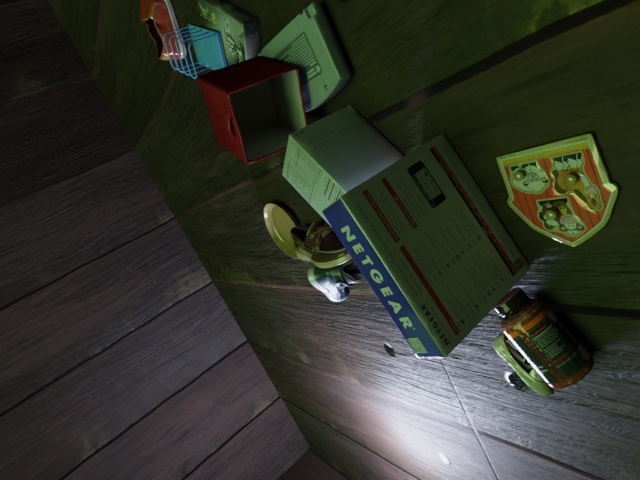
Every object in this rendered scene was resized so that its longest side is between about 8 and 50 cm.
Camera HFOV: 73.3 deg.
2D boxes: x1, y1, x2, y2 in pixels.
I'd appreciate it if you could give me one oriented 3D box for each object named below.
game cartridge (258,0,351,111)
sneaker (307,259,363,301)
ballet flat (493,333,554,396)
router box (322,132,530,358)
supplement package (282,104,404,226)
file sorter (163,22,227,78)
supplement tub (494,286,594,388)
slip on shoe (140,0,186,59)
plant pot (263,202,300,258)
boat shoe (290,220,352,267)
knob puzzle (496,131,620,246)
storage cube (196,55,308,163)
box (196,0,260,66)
[{"bbox_3d":[-0.044,-0.425,1.067,0.294,0.060,0.196,-1,115,58],"label":"game cartridge"},{"bbox_3d":[0.084,0.133,1.410,0.163,0.086,0.226,-17,150,26],"label":"sneaker"},{"bbox_3d":[0.473,0.286,0.992,0.168,0.057,0.052,44,140,21],"label":"ballet flat"},{"bbox_3d":[0.214,0.000,0.835,0.336,0.301,0.082,57,152,-1],"label":"router box"},{"bbox_3d":[0.051,-0.174,1.024,0.203,0.194,0.149,48,152,17],"label":"supplement package"},{"bbox_3d":[-0.370,-0.553,1.270,0.170,0.104,0.118,34,146,37],"label":"file sorter"},{"bbox_3d":[0.446,0.193,0.879,0.198,0.106,0.106,51,152,9],"label":"supplement tub"},{"bbox_3d":[-0.570,-0.784,1.470,0.123,0.101,0.332,20,134,51],"label":"slip on shoe"},{"bbox_3d":[-0.132,-0.041,1.629,0.236,0.032,0.237,38,146,31],"label":"plant pot"},{"bbox_3d":[0.000,0.000,1.376,0.342,0.123,0.123,10,129,62],"label":"boat shoe"},{"bbox_3d":[0.407,-0.072,0.745,0.213,0.030,0.213,38,147,30],"label":"knob puzzle"},{"bbox_3d":[-0.166,-0.334,1.086,0.193,0.214,0.184,38,149,43],"label":"storage cube"},{"bbox_3d":[-0.263,-0.580,1.244,0.231,0.056,0.183,41,149,27],"label":"box"}]
